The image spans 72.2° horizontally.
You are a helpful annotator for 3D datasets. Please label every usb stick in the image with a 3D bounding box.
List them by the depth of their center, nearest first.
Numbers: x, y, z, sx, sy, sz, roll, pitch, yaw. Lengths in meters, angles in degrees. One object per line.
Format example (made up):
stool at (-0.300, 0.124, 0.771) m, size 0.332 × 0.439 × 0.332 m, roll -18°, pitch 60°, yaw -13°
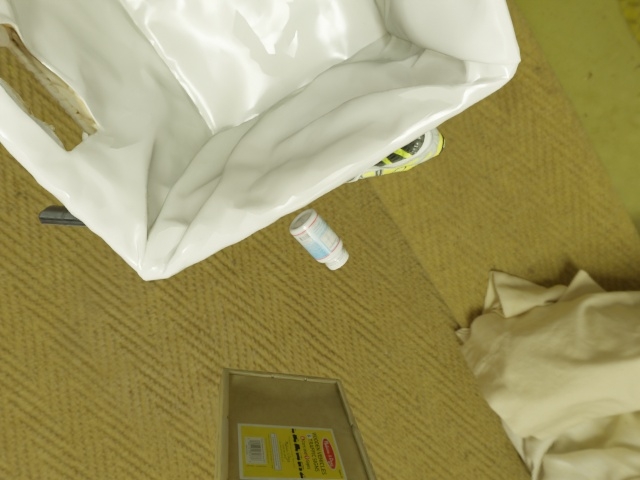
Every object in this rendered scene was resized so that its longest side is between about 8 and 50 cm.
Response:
usb stick at (-0.605, -0.062, 1.163) m, size 0.278 × 0.077 × 0.045 m, roll 4°, pitch 114°, yaw 8°

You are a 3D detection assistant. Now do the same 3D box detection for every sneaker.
sneaker at (0.140, -0.216, 1.132) m, size 0.147 × 0.385 × 0.145 m, roll 4°, pitch 90°, yaw -39°

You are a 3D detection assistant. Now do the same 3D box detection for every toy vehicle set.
toy vehicle set at (-0.029, 0.241, 0.479) m, size 0.166 × 0.267 × 0.035 m, roll 11°, pitch 107°, yaw -15°

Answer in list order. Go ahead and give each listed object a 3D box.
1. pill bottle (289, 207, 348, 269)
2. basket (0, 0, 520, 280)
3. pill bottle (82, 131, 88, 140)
pill bottle at (0.000, 0.000, 1.135) m, size 0.087 × 0.087 × 0.160 m, roll -47°, pitch 115°, yaw -11°
basket at (-0.084, -0.211, 0.353) m, size 0.332 × 0.266 × 0.328 m, roll -27°, pitch 117°, yaw 16°
pill bottle at (-0.396, -0.171, 0.943) m, size 0.177 × 0.176 × 0.318 m, roll -17°, pitch 98°, yaw -12°
